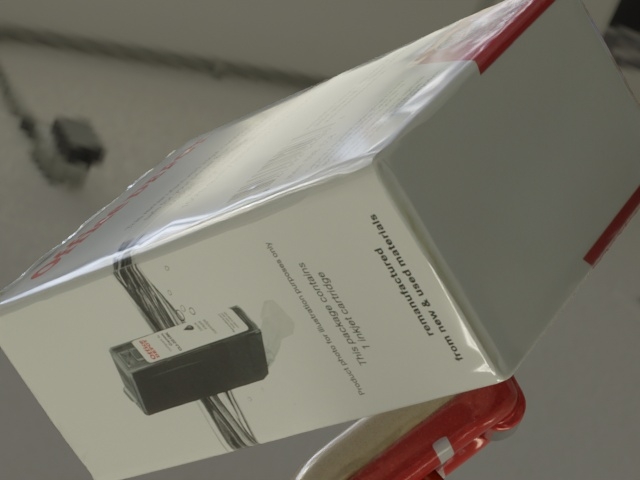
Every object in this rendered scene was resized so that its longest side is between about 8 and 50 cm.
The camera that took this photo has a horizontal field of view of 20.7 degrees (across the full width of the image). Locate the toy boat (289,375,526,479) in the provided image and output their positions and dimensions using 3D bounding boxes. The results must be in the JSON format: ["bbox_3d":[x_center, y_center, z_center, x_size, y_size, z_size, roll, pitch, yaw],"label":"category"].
[{"bbox_3d":[0.074,0.201,1.310,0.151,0.231,0.151,52,172,13],"label":"toy boat"}]

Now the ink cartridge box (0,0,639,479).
[{"bbox_3d":[0.000,0.000,0.847,0.197,0.273,0.114,-45,-71,-46],"label":"ink cartridge box"}]
